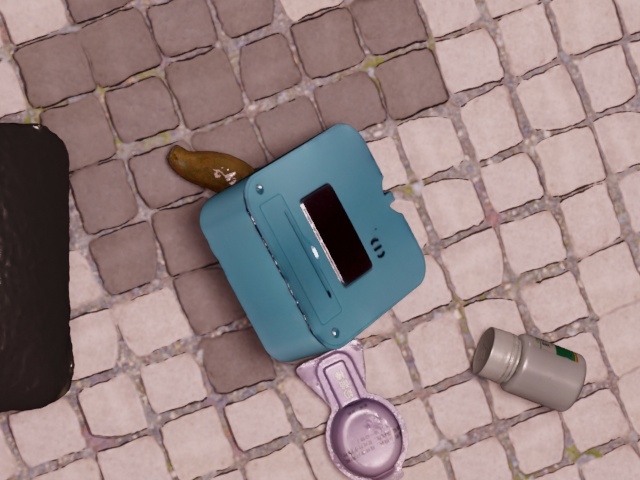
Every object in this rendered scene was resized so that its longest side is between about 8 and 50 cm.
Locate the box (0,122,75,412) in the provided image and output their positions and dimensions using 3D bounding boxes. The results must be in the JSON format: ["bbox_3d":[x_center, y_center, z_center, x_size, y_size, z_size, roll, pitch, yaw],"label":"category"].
[{"bbox_3d":[-0.461,0.029,1.661,0.359,0.091,0.350,0,86,-27],"label":"box"}]

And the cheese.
[{"bbox_3d":[0.048,0.226,1.829,0.105,0.042,0.191,-24,95,-9],"label":"cheese"}]

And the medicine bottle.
[{"bbox_3d":[0.267,0.162,1.844,0.130,0.080,0.080,22,88,-10],"label":"medicine bottle"}]

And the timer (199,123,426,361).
[{"bbox_3d":[0.000,0.000,1.764,0.250,0.091,0.232,-33,97,-43],"label":"timer"}]

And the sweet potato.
[{"bbox_3d":[-0.093,-0.038,1.788,0.081,0.062,0.233,-38,95,-2],"label":"sweet potato"}]
